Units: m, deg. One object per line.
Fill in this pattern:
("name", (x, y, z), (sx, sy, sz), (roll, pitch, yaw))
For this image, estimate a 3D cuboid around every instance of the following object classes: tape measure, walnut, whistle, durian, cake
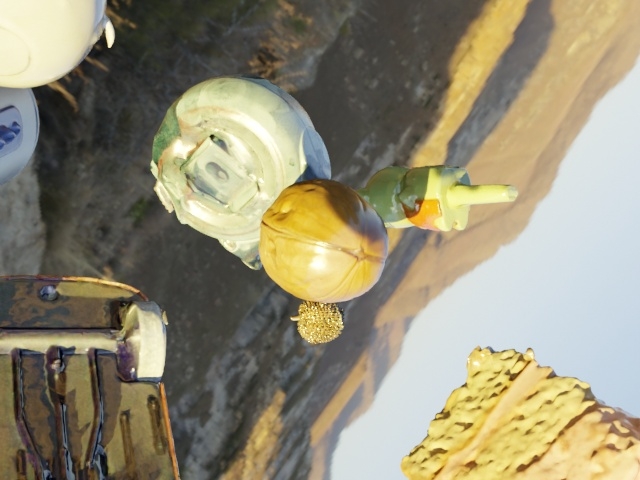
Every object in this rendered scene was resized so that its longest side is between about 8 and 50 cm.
("tape measure", (-0.126, -0.120, 1.344), (0.256, 0.275, 0.147), (-45, -174, 30))
("walnut", (0.000, 0.000, 1.175), (0.167, 0.167, 0.207), (-53, -147, -9))
("whistle", (0.180, -0.070, 1.395), (0.131, 0.288, 0.106), (-4, 95, -51))
("durian", (-0.005, 0.123, 1.337), (0.080, 0.091, 0.080), (-177, -90, -74))
("cake", (0.295, 0.349, 1.074), (0.293, 0.314, 0.306), (-50, -149, -14))

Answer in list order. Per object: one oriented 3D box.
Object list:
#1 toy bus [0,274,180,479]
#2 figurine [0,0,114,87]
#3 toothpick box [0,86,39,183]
("toy bus", (-0.158, 0.176, 0.510), (0.142, 0.329, 0.153), (2, 137, -26))
("figurine", (-0.359, -0.333, 1.052), (0.275, 0.226, 0.394), (126, -28, -43))
("toothpick box", (-0.536, -0.141, 1.156), (0.263, 0.263, 0.355), (-55, -172, 16))
